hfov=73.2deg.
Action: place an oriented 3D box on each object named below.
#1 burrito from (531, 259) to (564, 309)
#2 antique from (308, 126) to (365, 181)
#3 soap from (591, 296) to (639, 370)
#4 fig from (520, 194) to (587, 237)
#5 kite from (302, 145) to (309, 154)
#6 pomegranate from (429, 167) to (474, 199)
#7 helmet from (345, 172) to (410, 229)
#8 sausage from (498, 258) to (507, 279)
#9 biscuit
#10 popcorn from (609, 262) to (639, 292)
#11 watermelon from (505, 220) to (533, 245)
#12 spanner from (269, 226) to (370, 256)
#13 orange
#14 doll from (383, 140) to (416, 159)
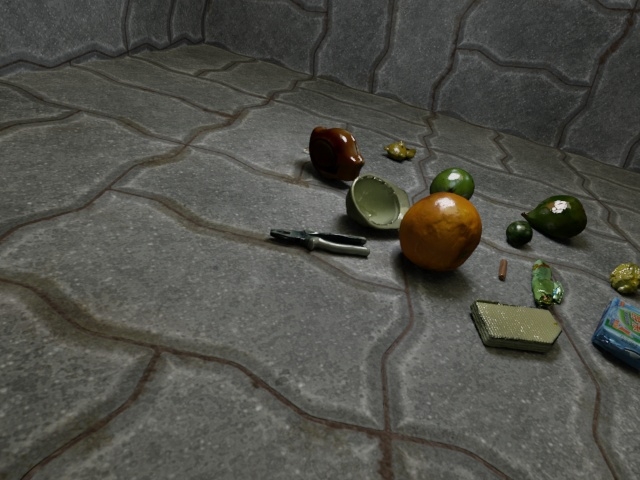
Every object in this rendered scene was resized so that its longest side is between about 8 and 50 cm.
[{"bbox_3d":[0.767,0.152,1.454,0.104,0.054,0.288,27,32,14],"label":"burrito"},{"bbox_3d":[0.055,-0.361,1.793,0.129,0.223,0.278,-17,59,-40],"label":"antique"},{"bbox_3d":[0.926,0.276,1.298,0.156,0.077,0.293,33,36,27],"label":"soap"},{"bbox_3d":[1.007,-0.102,1.864,0.245,0.195,0.195,-6,15,39],"label":"fig"},{"bbox_3d":[-0.018,-0.457,2.113,0.127,0.016,0.229,16,32,-6],"label":"kite"},{"bbox_3d":[0.570,-0.195,1.816,0.187,0.187,0.225,-7,64,-32],"label":"pomegranate"},{"bbox_3d":[0.182,-0.120,1.555,0.258,0.137,0.204,20,65,-25],"label":"helmet"},{"bbox_3d":[0.636,0.102,1.499,0.026,0.026,0.116,24,33,14],"label":"sausage"},{"bbox_3d":[0.559,0.244,1.217,0.252,0.052,0.150,8,36,-9],"label":"biscuit"},{"bbox_3d":[1.131,0.137,1.580,0.121,0.106,0.116,16,22,2],"label":"popcorn"},{"bbox_3d":[0.791,-0.029,1.703,0.109,0.109,0.109,11,32,-7],"label":"watermelon"},{"bbox_3d":[0.000,0.000,1.374,0.325,0.040,0.095,9,31,-13],"label":"spanner"},{"bbox_3d":[0.379,-0.030,1.376,0.261,0.261,0.261,11,32,-7],"label":"orange"},{"bbox_3d":[0.428,-0.478,2.266,0.137,0.097,0.209,26,27,28],"label":"doll"}]
